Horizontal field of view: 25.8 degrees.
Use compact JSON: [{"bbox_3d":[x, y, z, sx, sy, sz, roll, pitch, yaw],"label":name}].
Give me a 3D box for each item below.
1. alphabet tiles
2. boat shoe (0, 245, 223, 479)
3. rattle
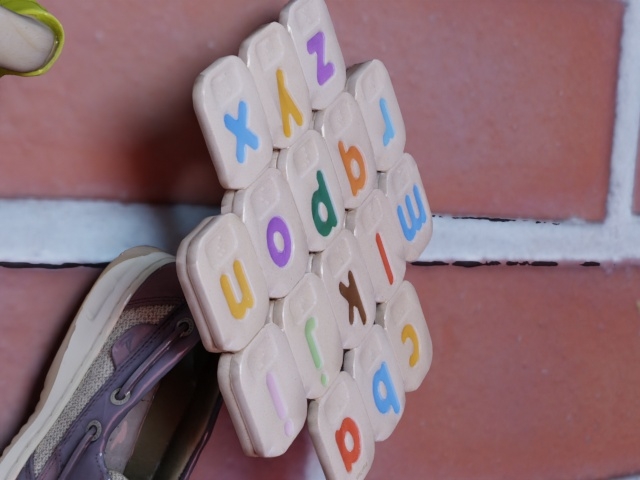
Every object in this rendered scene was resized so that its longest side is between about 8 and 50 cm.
[{"bbox_3d":[0.000,0.000,0.864,0.284,0.021,0.278,-51,128,-53],"label":"alphabet tiles"},{"bbox_3d":[-0.123,0.143,0.801,0.103,0.092,0.285,38,71,-51],"label":"boat shoe"},{"bbox_3d":[-0.230,-0.098,0.671,0.143,0.130,0.199,-43,161,14],"label":"rattle"}]
